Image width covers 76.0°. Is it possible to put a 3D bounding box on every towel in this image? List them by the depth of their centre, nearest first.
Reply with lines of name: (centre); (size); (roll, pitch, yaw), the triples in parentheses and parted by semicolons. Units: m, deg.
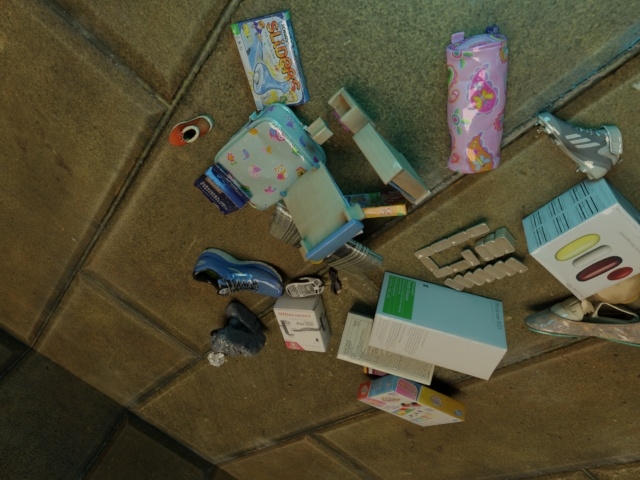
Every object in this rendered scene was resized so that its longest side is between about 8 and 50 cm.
towel: (0.000, 0.000, 1.157); (0.312, 0.056, 0.324); (28, 166, -6)

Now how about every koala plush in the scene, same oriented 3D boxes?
koala plush: (-0.349, 0.388, 1.597); (0.221, 0.196, 0.203); (-33, 121, 32)

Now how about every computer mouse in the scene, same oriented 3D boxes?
computer mouse: (-0.026, 0.147, 1.386); (0.192, 0.042, 0.106); (-9, 128, 18)

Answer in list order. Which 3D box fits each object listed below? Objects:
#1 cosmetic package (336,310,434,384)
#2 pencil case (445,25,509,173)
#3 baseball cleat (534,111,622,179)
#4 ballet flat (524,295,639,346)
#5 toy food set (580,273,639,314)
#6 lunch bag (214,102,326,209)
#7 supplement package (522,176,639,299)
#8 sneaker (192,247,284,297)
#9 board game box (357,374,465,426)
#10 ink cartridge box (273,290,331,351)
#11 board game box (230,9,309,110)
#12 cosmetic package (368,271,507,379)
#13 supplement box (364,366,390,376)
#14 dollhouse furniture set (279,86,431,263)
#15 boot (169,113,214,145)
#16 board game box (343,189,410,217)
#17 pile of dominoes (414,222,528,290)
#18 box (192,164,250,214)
cosmetic package: (0.224, 0.350, 1.362); (0.309, 0.113, 0.160); (15, 87, 10)
pencil case: (0.328, -0.287, 0.873); (0.124, 0.124, 0.284); (0, 125, 20)
baseball cleat: (0.560, -0.225, 0.878); (0.205, 0.072, 0.109); (37, 116, -17)
ballet flat: (0.741, 0.212, 1.139); (0.315, 0.107, 0.106); (5, 108, 9)
toy food set: (0.766, 0.108, 1.066); (0.191, 0.038, 0.133); (-23, 97, 25)
lunch bag: (-0.134, -0.220, 1.079); (0.279, 0.108, 0.224); (-24, 116, 39)
supplement package: (0.630, -0.007, 0.958); (0.194, 0.149, 0.203); (38, 128, -11)
sneaker: (-0.284, 0.143, 1.402); (0.329, 0.147, 0.130); (14, 130, 8)
board game box: (0.335, 0.604, 1.535); (0.316, 0.064, 0.242); (27, 144, -14)
ink cartridge box: (-0.062, 0.294, 1.478); (0.158, 0.092, 0.218); (0, 125, 19)
board game box: (-0.115, -0.421, 0.973); (0.136, 0.035, 0.201); (-2, 126, 21)
cosmetic package: (0.345, 0.251, 1.233); (0.365, 0.197, 0.155); (13, 129, 8)
supplement box: (0.254, 0.433, 1.481); (0.188, 0.081, 0.104); (6, 129, 15)
dollhouse furniture set: (0.050, -0.126, 0.978); (0.303, 0.287, 0.198); (-39, 153, 19)
boot: (-0.376, -0.295, 1.135); (0.157, 0.085, 0.059); (-16, 121, 31)
board game box: (0.107, -0.093, 1.093); (0.259, 0.124, 0.039); (-6, 112, 23)
pile of dominoes: (0.425, 0.046, 1.163); (0.196, 0.040, 0.251); (44, 136, -17)
box: (-0.291, -0.140, 1.184); (0.136, 0.036, 0.225); (46, 158, -17)
